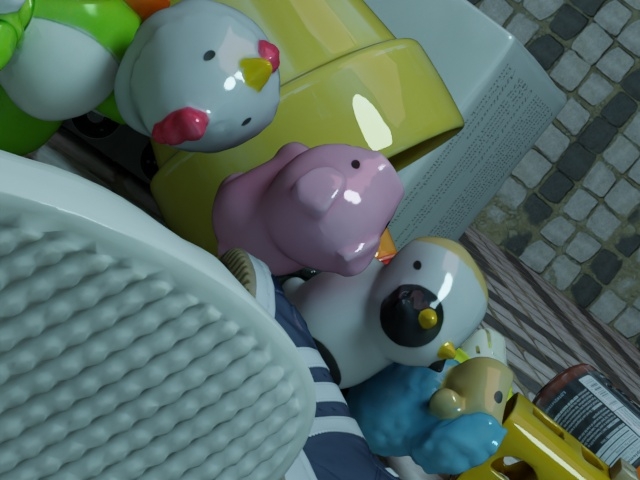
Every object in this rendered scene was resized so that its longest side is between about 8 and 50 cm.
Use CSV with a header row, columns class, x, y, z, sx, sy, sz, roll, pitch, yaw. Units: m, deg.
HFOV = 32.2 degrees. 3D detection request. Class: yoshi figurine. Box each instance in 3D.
class,x,y,z,sx,sy,sz,roll,pitch,yaw
yoshi figurine,-0.247,-0.132,0.682,0.203,0.203,0.362,20,-1,31

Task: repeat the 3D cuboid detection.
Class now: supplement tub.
class,x,y,z,sx,sy,sz,roll,pitch,yaw
supplement tub,0.311,0.225,1.143,0.198,0.106,0.106,45,13,34

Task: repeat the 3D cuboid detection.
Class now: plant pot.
class,x,y,z,sx,sy,sz,roll,pitch,yaw
plant pot,-0.047,-0.135,0.904,0.239,0.254,0.254,62,12,2

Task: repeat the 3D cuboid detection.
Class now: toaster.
class,x,y,z,sx,sy,sz,roll,pitch,yaw
toaster,-0.165,-0.131,1.079,0.168,0.110,0.185,36,10,-14

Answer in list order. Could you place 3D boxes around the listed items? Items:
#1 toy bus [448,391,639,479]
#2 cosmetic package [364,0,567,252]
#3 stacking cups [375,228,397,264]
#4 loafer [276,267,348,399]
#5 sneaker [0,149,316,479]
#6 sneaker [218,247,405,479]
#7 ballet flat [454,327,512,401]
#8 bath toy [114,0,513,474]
class,x,y,z,sx,sy,sz,roll,pitch,yaw
toy bus,0.192,0.204,0.826,0.202,0.104,0.191,29,14,-38
cosmetic package,0.053,-0.167,1.360,0.327,0.329,0.394,40,10,18
stacking cups,0.017,-0.057,1.116,0.316,0.096,0.096,65,15,8
loafer,0.023,0.088,0.882,0.220,0.080,0.078,39,-1,-20
sneaker,-0.167,-0.007,0.398,0.366,0.135,0.150,26,18,-29
sneaker,0.001,0.116,0.579,0.153,0.099,0.282,29,19,-23
ballet flat,0.151,0.113,1.168,0.077,0.077,0.231,32,12,-31
bath toy,0.000,0.000,0.719,0.348,0.151,0.129,54,13,-23
